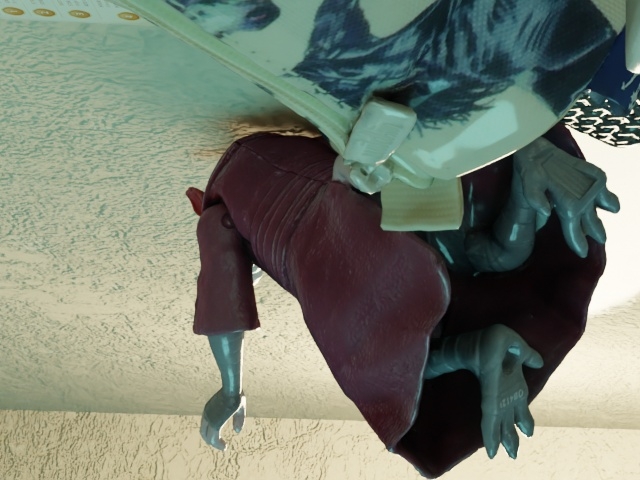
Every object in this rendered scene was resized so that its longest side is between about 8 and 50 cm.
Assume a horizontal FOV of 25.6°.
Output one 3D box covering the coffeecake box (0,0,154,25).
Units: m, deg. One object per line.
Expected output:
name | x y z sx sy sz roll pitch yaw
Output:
coffeecake box | -0.151 -0.153 0.610 0.186 0.068 0.142 3 165 4

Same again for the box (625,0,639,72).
box | 0.170 -0.140 0.340 0.181 0.181 0.119 2 165 6

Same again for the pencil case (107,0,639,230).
pencil case | -0.055 -0.139 0.413 0.160 0.183 0.410 -8 160 40

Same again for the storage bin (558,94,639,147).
storage bin | 0.156 -0.117 0.556 0.084 0.122 0.180 17 161 -41

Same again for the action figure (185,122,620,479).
action figure | 0.000 0.000 0.928 0.370 0.248 0.275 24 150 49
